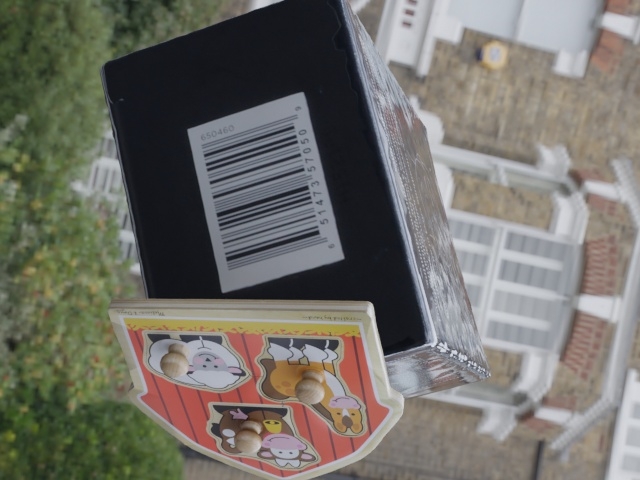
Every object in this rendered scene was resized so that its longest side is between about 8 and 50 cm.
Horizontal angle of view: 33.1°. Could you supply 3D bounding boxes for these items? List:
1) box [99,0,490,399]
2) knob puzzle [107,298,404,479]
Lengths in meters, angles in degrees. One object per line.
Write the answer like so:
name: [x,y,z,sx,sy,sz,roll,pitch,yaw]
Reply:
box: [0.000,0.000,0.983,0.395,0.212,0.293,35,40,-71]
knob puzzle: [-0.040,0.115,0.725,0.213,0.213,0.030,114,-9,-46]
